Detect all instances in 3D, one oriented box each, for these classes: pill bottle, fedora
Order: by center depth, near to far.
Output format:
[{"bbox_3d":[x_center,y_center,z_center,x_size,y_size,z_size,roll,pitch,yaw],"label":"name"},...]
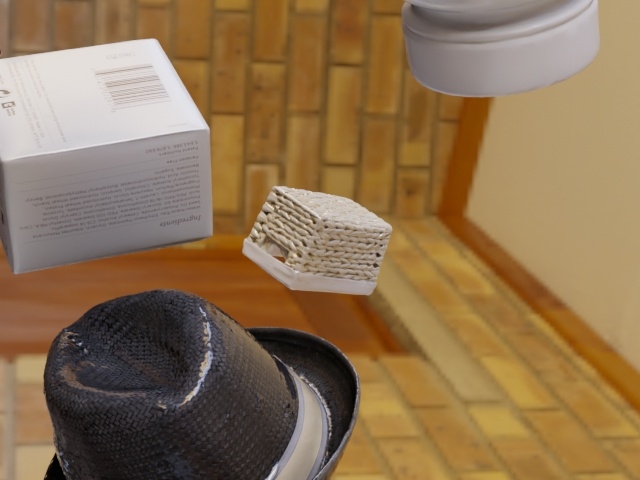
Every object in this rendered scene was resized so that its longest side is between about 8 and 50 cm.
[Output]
[{"bbox_3d":[-0.133,0.136,1.222,0.152,0.334,0.334,60,3,-29],"label":"fedora"},{"bbox_3d":[0.149,-0.347,1.327,0.224,0.224,0.392,-113,-169,-61],"label":"pill bottle"}]

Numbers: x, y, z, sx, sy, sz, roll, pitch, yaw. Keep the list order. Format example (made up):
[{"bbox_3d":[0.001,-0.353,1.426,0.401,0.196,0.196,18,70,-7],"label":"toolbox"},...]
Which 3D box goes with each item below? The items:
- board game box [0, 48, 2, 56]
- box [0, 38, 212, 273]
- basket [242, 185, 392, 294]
[{"bbox_3d":[-0.286,-0.155,0.823,0.275,0.144,0.142,-152,-139,-82],"label":"board game box"},{"bbox_3d":[-0.206,-0.079,1.286,0.181,0.182,0.119,-123,-153,-50],"label":"box"},{"bbox_3d":[0.000,0.000,1.908,0.113,0.167,0.103,35,-71,38],"label":"basket"}]
